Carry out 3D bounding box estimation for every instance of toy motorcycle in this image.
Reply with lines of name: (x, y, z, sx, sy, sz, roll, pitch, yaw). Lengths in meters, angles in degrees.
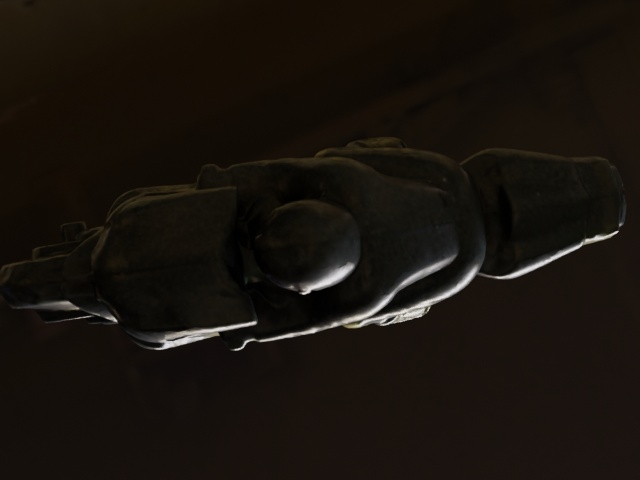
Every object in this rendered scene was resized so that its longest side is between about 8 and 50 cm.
toy motorcycle: (0.000, 0.000, 0.548, 0.193, 0.061, 0.124, -8, -179, -15)
